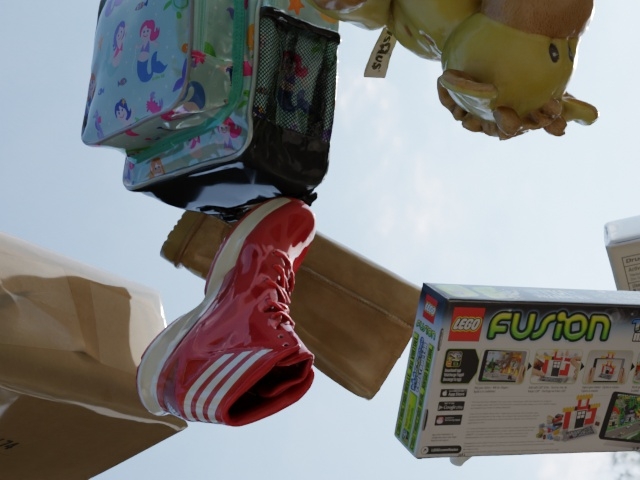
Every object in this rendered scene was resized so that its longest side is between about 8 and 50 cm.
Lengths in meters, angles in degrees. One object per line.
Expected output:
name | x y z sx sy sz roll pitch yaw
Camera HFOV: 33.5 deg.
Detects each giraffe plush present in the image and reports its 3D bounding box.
giraffe plush | 0.096 -0.145 0.668 0.181 0.170 0.210 -20 -41 -21

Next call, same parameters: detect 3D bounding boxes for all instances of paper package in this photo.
paper package | -0.348 0.141 1.054 0.309 0.168 0.325 -30 -31 23

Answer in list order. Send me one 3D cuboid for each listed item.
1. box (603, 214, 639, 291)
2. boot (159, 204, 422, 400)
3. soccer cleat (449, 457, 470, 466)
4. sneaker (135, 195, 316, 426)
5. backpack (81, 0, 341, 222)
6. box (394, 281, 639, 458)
box | 0.421 0.121 1.184 0.121 0.148 0.311 -45 -59 -72
boot | 0.000 0.000 1.125 0.270 0.089 0.236 32 -90 4
soccer cleat | 0.227 0.247 1.537 0.196 0.068 0.076 -43 -28 -51
sneaker | -0.034 0.061 0.838 0.221 0.128 0.087 -57 -40 -26
backpack | -0.091 -0.167 0.945 0.191 0.225 0.253 23 -112 -36
box | 0.159 0.090 0.736 0.207 0.036 0.114 4 -75 -23
